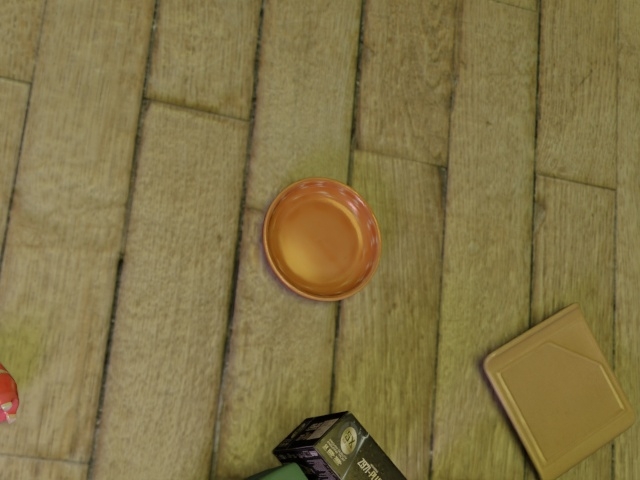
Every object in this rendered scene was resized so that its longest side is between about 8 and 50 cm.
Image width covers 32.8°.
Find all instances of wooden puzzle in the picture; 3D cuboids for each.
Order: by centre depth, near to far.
[{"bbox_3d":[0.396,0.253,1.815,0.221,0.044,0.239,-26,92,-25],"label":"wooden puzzle"}]

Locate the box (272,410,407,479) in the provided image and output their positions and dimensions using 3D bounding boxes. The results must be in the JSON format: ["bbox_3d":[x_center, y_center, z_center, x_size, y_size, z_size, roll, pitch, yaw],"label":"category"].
[{"bbox_3d":[0.030,0.330,1.571,0.077,0.180,0.147,-41,94,-24],"label":"box"}]

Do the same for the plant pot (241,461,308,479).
[{"bbox_3d":[-0.106,0.425,1.511,0.234,0.165,0.166,-35,91,-33],"label":"plant pot"}]

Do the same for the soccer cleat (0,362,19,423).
[{"bbox_3d":[-0.524,0.237,1.444,0.248,0.083,0.095,-22,57,-20],"label":"soccer cleat"}]

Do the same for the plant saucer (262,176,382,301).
[{"bbox_3d":[0.000,0.000,1.719,0.199,0.037,0.200,5,76,-21],"label":"plant saucer"}]
